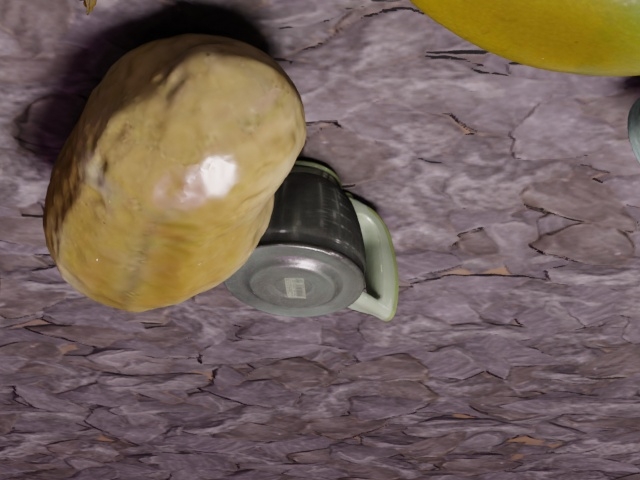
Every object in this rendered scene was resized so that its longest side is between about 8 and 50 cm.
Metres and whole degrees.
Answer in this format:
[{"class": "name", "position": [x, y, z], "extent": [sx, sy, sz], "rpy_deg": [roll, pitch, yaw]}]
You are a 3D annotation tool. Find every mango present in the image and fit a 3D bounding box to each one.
[{"class": "mango", "position": [0.108, -0.134, 0.608], "extent": [0.191, 0.085, 0.122], "rpy_deg": [17, 162, -9]}]

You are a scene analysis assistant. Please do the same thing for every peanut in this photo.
[{"class": "peanut", "position": [-0.086, -0.035, 0.761], "extent": [0.129, 0.129, 0.224], "rpy_deg": [11, 152, -20]}]

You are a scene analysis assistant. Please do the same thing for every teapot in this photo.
[{"class": "teapot", "position": [-0.009, 0.001, 0.872], "extent": [0.092, 0.090, 0.124], "rpy_deg": [-9, 147, 21]}]

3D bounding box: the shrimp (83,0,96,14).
[{"class": "shrimp", "position": [-0.094, -0.147, 0.649], "extent": [0.083, 0.023, 0.114], "rpy_deg": [3, 150, -9]}]

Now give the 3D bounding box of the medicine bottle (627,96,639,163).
[{"class": "medicine bottle", "position": [0.283, -0.095, 0.675], "extent": [0.124, 0.079, 0.258], "rpy_deg": [18, 150, -32]}]
